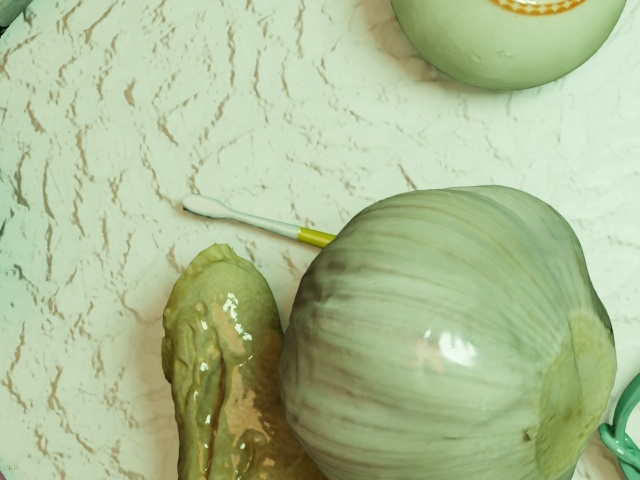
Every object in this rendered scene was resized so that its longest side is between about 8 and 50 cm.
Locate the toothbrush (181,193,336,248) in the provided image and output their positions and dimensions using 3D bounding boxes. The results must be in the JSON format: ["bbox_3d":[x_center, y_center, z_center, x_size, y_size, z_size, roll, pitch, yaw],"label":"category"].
[{"bbox_3d":[0.000,0.000,0.947,0.288,0.024,0.021,16,89,5],"label":"toothbrush"}]

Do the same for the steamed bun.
[{"bbox_3d":[0.178,-0.255,0.870,0.231,0.145,0.232,0,92,-3],"label":"steamed bun"}]

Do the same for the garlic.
[{"bbox_3d":[0.097,0.092,0.794,0.259,0.317,0.317,5,84,44],"label":"garlic"}]

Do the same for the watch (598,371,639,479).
[{"bbox_3d":[0.375,0.178,0.854,0.237,0.068,0.195,14,100,10],"label":"watch"}]

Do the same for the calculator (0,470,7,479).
[{"bbox_3d":[-0.385,0.295,0.956,0.190,0.034,0.127,-37,83,7],"label":"calculator"}]

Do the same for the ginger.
[{"bbox_3d":[-0.073,0.178,0.884,0.190,0.126,0.354,-14,85,32],"label":"ginger"}]

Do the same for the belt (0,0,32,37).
[{"bbox_3d":[-0.330,-0.272,0.961,0.359,0.126,0.094,-44,92,7],"label":"belt"}]
